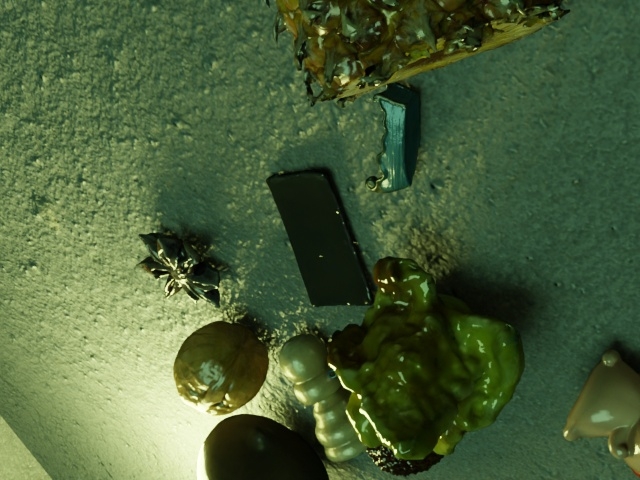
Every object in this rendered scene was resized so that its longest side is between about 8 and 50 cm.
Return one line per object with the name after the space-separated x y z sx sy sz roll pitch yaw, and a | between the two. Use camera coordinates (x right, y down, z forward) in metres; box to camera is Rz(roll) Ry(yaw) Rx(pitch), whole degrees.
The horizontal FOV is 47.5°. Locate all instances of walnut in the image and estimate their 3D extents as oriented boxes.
-0.214 0.273 1.570 0.195 0.195 0.222 45 134 -1 | walnut

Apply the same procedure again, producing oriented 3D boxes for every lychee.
0.162 0.353 1.374 0.188 0.188 0.188 19 131 23 | lychee

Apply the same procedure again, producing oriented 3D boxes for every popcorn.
0.180 0.208 1.164 0.326 0.321 0.290 -24 144 24 | popcorn

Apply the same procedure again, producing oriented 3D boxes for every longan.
-0.131 0.556 1.661 0.350 0.288 0.288 38 136 18 | longan

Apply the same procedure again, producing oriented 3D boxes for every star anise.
-0.286 0.055 1.529 0.230 0.081 0.262 46 147 -2 | star anise

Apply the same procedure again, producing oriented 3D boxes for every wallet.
-0.001 0.000 1.326 0.146 0.030 0.285 0 120 39 | wallet

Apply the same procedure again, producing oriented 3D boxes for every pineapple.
0.094 -0.326 0.808 0.352 0.352 0.300 -10 108 39 | pineapple

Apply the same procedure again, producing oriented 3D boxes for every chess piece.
0.008 0.308 1.484 0.143 0.143 0.260 -28 98 44 | chess piece

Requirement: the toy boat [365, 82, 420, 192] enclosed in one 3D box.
0.104 -0.149 1.107 0.077 0.075 0.185 14 133 23 | toy boat

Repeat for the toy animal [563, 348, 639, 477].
0.489 0.275 1.098 0.198 0.171 0.171 28 134 19 | toy animal

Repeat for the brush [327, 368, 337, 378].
0.087 0.233 1.401 0.164 0.014 0.051 -24 104 17 | brush
